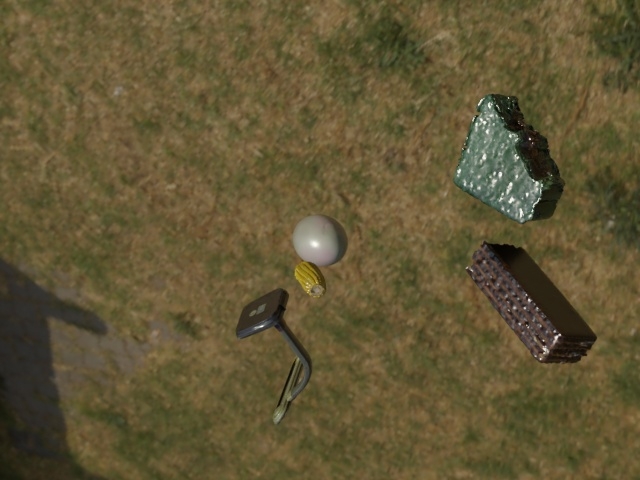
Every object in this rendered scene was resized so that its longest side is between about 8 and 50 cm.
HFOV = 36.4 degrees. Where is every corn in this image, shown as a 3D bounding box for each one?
[{"bbox_3d":[-0.014,0.055,1.394,0.037,0.092,0.037,-4,110,-12],"label":"corn"}]

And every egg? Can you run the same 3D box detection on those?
[{"bbox_3d":[0.000,0.000,1.953,0.135,0.103,0.103,26,148,58],"label":"egg"}]

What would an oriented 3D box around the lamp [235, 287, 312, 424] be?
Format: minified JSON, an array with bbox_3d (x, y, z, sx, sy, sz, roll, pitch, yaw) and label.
[{"bbox_3d":[-0.073,0.218,2.056,0.124,0.203,0.283,-11,121,15],"label":"lamp"}]

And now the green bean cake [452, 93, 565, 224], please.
[{"bbox_3d":[0.367,-0.150,1.801,0.208,0.107,0.193,39,117,41],"label":"green bean cake"}]

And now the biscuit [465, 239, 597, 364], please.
[{"bbox_3d":[0.356,0.101,1.667,0.070,0.106,0.252,-58,47,28],"label":"biscuit"}]
